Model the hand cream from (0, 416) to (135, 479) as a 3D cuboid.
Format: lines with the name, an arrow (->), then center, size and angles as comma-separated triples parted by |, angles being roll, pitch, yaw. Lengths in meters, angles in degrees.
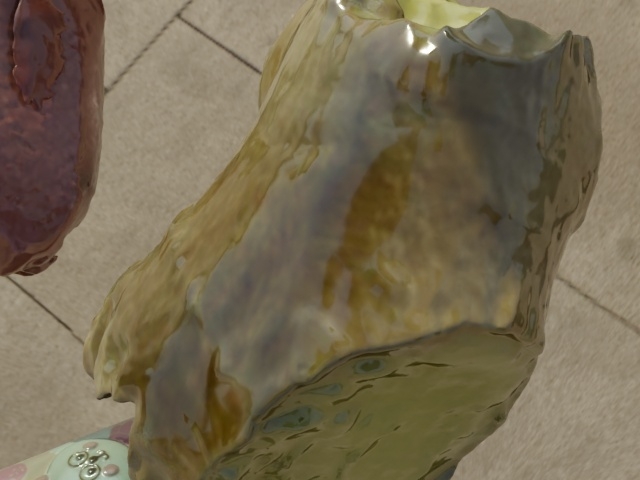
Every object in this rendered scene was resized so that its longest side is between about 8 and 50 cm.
hand cream -> -0.115, 0.177, 0.773 | 0.306, 0.093, 0.147 | -19, 34, -34

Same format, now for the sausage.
sausage -> -0.241, -0.110, 0.763 | 0.152, 0.152, 0.279 | -1, 83, 7

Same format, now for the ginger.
ginger -> 0.000, 0.000, 0.423 | 0.276, 0.130, 0.221 | -33, 57, 27
